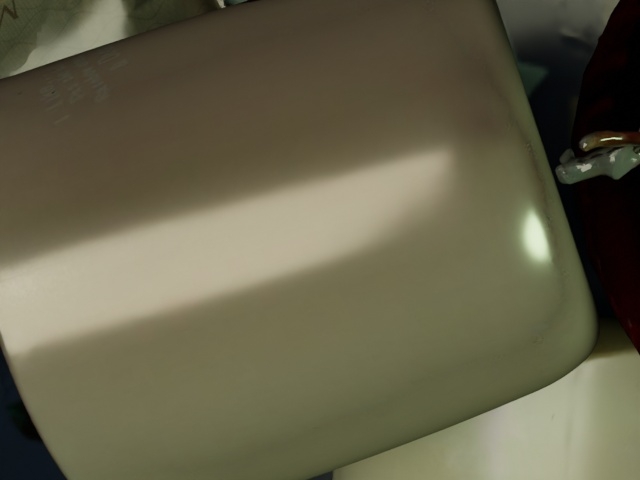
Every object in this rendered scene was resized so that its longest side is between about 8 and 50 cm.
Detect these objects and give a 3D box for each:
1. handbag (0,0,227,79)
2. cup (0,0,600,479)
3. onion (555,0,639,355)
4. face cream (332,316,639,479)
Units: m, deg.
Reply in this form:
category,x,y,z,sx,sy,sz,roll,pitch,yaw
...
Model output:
category,x,y,z,sx,sy,sz,roll,pitch,yaw
handbag,-0.142,-0.054,0.765,0.270,0.117,0.182,-25,96,14
cup,0.000,0.000,0.643,0.200,0.253,0.192,-18,79,8
onion,0.205,-0.044,0.554,0.273,0.285,0.273,-17,62,35
face cream,0.079,0.205,0.709,0.173,0.081,0.349,4,94,21
